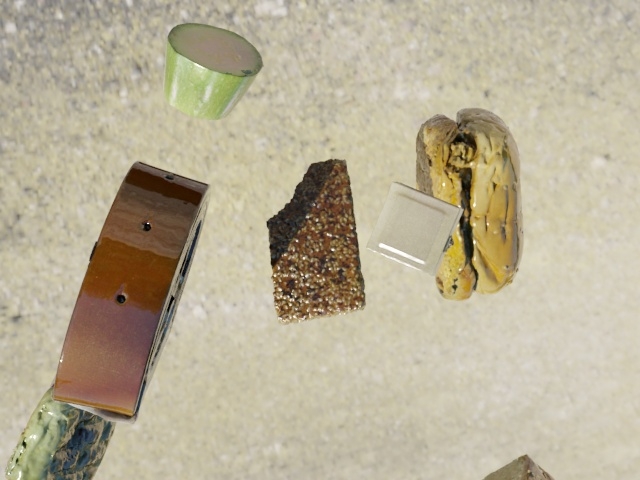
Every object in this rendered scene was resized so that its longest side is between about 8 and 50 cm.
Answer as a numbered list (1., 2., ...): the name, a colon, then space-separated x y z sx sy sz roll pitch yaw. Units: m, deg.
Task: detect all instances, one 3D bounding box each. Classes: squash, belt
1. squash: -0.191 -0.282 1.914 0.170 0.170 0.122 6 120 -30
2. belt: -0.248 0.064 1.483 0.122 0.338 0.217 17 161 -2

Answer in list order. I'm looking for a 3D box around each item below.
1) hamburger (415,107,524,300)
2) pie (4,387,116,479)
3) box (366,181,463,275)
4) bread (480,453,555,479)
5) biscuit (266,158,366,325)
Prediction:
1. hamburger: 0.231 -0.053 1.751 0.158 0.318 0.318 -5 143 4
2. pie: -0.407 0.323 1.831 0.071 0.306 0.306 23 143 14
3. box: 0.102 -0.012 1.197 0.079 0.083 0.035 -67 168 7
4. bread: 0.318 0.523 1.730 0.207 0.279 0.279 -32 -174 20
5. biscuit: -0.012 -0.002 1.606 0.131 0.236 0.026 -10 160 7
